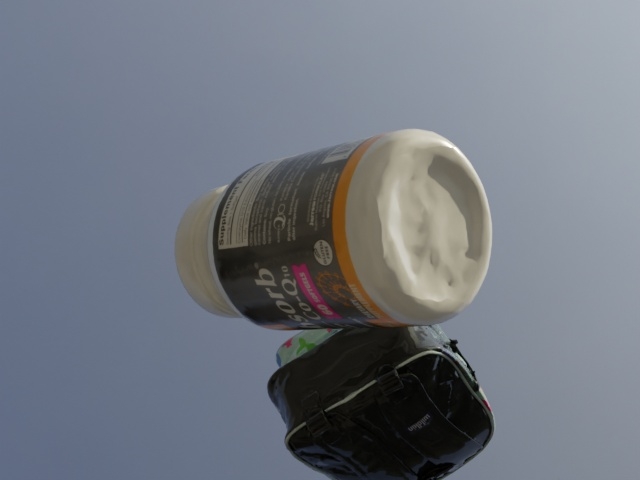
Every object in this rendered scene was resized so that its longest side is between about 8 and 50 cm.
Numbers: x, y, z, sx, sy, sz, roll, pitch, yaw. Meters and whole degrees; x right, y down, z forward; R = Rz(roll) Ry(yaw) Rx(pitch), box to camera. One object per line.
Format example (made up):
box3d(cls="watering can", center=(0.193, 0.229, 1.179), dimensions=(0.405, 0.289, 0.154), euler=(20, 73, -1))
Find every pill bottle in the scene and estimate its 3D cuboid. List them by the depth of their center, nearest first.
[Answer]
box3d(cls="pill bottle", center=(0.000, 0.000, 0.873), dimensions=(0.278, 0.162, 0.162), euler=(-9, -109, 48))

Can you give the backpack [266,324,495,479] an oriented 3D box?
box3d(cls="backpack", center=(0.078, 0.191, 1.169), dimensions=(0.225, 0.253, 0.191), euler=(-34, -142, 11))
